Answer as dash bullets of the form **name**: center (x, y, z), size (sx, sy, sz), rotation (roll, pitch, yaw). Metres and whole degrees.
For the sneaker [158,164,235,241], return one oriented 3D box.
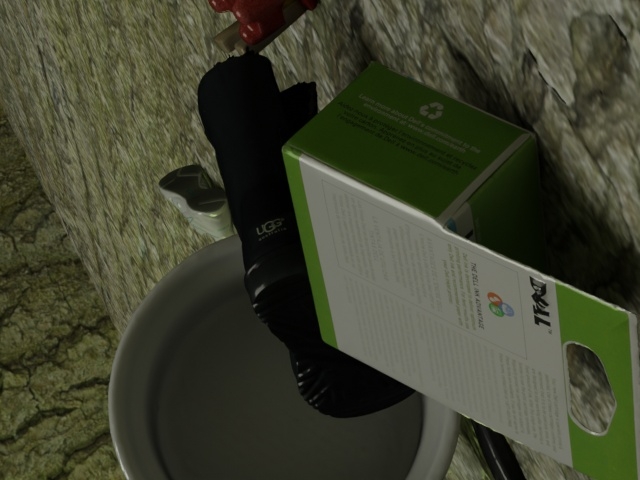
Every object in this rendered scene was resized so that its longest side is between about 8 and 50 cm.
- **sneaker**: center (-0.140, -0.039, 2.232), size (0.152, 0.054, 0.061), rotation (45, 159, 57)

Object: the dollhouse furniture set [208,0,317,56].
- **dollhouse furniture set**: center (-0.096, -0.308, 1.389), size (0.374, 0.152, 0.201), rotation (51, 173, -22)

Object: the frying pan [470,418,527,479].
- **frying pan**: center (0.089, 0.041, 1.422), size (0.326, 0.053, 0.197), rotation (54, 163, 38)

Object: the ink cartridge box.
- **ink cartridge box**: center (0.113, 0.026, 1.213), size (0.255, 0.097, 0.188), rotation (26, 147, 31)

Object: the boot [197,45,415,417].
- **boot**: center (-0.007, -0.005, 1.450), size (0.246, 0.094, 0.207), rotation (54, -162, -54)

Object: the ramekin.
- **ramekin**: center (-0.027, 0.137, 1.601), size (0.277, 0.277, 0.135), rotation (63, 175, 11)
